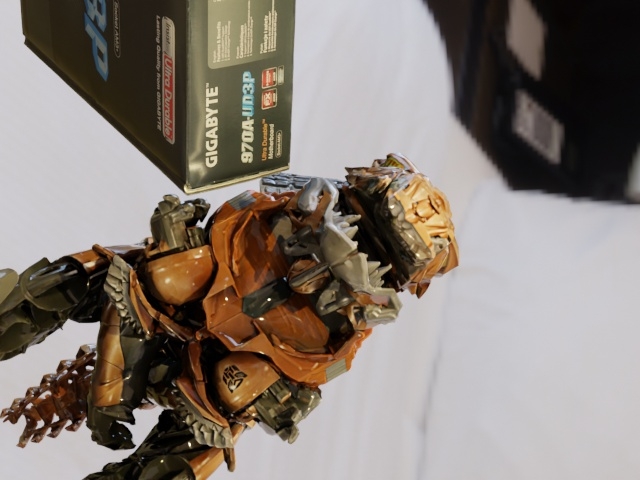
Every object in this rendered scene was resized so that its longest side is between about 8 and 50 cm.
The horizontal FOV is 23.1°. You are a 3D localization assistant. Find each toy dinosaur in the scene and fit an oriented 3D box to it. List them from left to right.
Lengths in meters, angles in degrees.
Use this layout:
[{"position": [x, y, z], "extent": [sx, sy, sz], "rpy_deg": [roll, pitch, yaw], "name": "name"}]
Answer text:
[{"position": [-0.068, 0.060, 0.707], "extent": [0.218, 0.164, 0.322], "rpy_deg": [-30, 160, -38], "name": "toy dinosaur"}]

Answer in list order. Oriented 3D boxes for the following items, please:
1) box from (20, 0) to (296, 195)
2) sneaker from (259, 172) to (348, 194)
[{"position": [-0.072, -0.154, 0.632], "extent": [0.051, 0.175, 0.220], "rpy_deg": [-15, 125, -28], "name": "box"}, {"position": [0.000, 0.000, 0.909], "extent": [0.162, 0.063, 0.073], "rpy_deg": [14, 82, -81], "name": "sneaker"}]
